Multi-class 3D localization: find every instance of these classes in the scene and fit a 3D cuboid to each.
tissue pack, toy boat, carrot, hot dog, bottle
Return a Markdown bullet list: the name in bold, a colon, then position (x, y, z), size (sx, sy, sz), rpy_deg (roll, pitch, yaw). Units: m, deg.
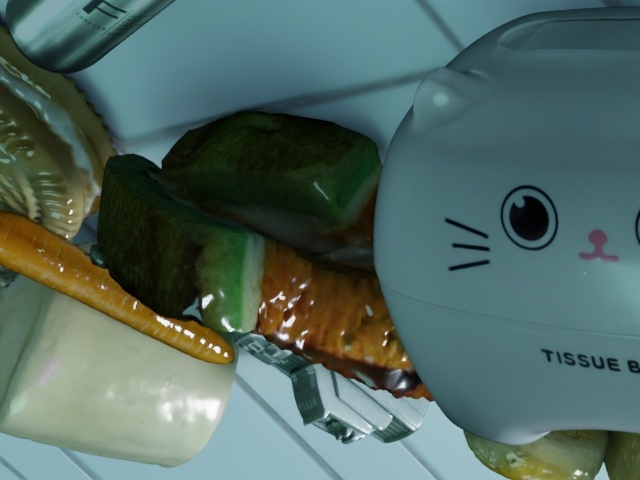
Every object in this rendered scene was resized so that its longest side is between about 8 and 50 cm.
- **tissue pack**: position (0.202, -0.016, 1.067), size (0.333, 0.229, 0.236), rpy_deg (5, 126, 31)
- **toy boat**: position (-0.029, 0.083, 1.550), size (0.260, 0.085, 0.078), rpy_deg (37, 149, -14)
- **carrot**: position (-0.169, 0.041, 1.524), size (0.248, 0.043, 0.043), rpy_deg (31, 152, -26)
- **hot dog**: position (0.134, 0.078, 1.258), size (0.084, 0.242, 0.073), rpy_deg (25, 125, -15)
- **bottle**: position (-0.118, -0.180, 1.245), size (0.096, 0.079, 0.254), rpy_deg (4, 163, -30)

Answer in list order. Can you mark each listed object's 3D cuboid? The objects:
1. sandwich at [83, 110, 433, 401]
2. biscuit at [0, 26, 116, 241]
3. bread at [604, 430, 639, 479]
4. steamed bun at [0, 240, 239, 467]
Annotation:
- **sandwich**: position (0.000, 0.000, 1.350), size (0.301, 0.162, 0.250), rpy_deg (19, -172, -16)
- **biscuit**: position (-0.281, -0.083, 1.517), size (0.259, 0.079, 0.259), rpy_deg (20, 149, 13)
- **bread**: position (0.288, 0.104, 1.204), size (0.244, 0.244, 0.134), rpy_deg (10, 119, 29)
- **steamed bun**: position (-0.177, 0.089, 1.635), size (0.225, 0.170, 0.200), rpy_deg (18, -169, -25)
